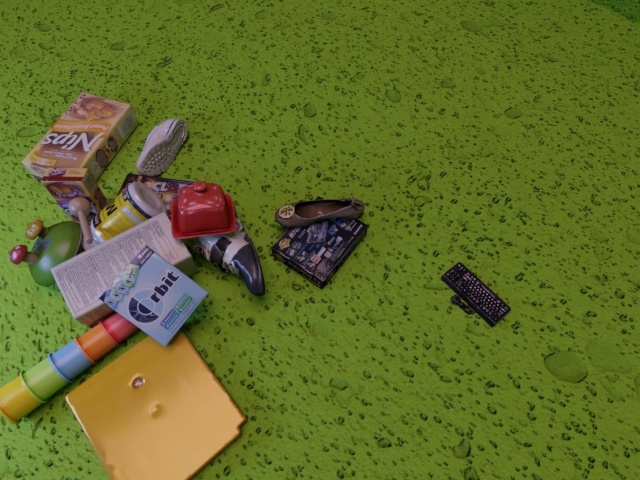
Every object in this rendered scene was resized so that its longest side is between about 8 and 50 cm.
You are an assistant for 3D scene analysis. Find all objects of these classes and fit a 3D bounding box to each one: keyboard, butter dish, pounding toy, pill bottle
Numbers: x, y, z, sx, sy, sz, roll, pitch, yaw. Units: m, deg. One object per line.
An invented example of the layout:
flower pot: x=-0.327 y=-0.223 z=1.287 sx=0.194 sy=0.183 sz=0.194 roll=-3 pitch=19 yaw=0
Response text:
keyboard: x=0.398 y=0.144 z=1.146 sx=0.108 sy=0.023 sz=0.180 roll=-35 pitch=65 yaw=-19
butter dish: x=-0.298 y=-0.095 z=1.097 sx=0.160 sy=0.118 sz=0.160 roll=-7 pitch=46 yaw=-13
pounding toy: x=-0.691 y=-0.002 z=1.107 sx=0.237 sy=0.110 sz=0.183 roll=-41 pitch=46 yaw=15
pill bottle: x=-0.524 y=-0.047 z=1.160 sx=0.208 sy=0.119 sz=0.119 roll=-39 pitch=64 yaw=8

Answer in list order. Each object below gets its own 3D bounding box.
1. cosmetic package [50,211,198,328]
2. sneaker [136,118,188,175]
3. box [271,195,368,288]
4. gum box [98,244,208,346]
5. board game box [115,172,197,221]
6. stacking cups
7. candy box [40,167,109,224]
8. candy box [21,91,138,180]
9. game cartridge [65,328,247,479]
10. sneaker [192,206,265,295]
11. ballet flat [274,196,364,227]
cosmetic package: x=-0.483 y=0.076 z=1.108 sx=0.296 sy=0.129 sz=0.153 roll=-29 pitch=72 yaw=-17
sneaker: x=-0.510 y=-0.292 z=1.373 sx=0.094 sy=0.090 sz=0.235 roll=12 pitch=55 yaw=21
box: x=0.000 y=0.000 z=1.211 sx=0.175 sy=0.051 sz=0.220 roll=32 pitch=64 yaw=17
gum box: x=-0.384 y=0.128 z=1.023 sx=0.184 sy=0.041 sz=0.157 roll=40 pitch=75 yaw=-8
board game box: x=-0.469 y=-0.107 z=1.276 sx=0.243 sy=0.042 sz=0.165 roll=7 pitch=59 yaw=4
stacking cups: x=-0.574 y=0.284 z=1.022 sx=0.316 sy=0.096 sz=0.096 roll=-35 pitch=65 yaw=-23
candy box: x=-0.655 y=-0.116 z=1.195 sx=0.109 sy=0.187 sz=0.053 roll=1 pitch=56 yaw=1
candy box: x=-0.738 y=-0.311 z=1.369 sx=0.182 sy=0.088 sz=0.317 roll=16 pitch=60 yaw=9
game cartridge: x=-0.363 y=0.385 z=0.984 sx=0.285 sy=0.053 sz=0.324 roll=-36 pitch=68 yaw=-20
sneaker: x=-0.251 y=0.031 z=1.151 sx=0.146 sy=0.123 sz=0.331 roll=-21 pitch=52 yaw=-19
ballet flat: x=-0.002 y=-0.085 z=1.197 sx=0.249 sy=0.058 sz=0.084 roll=-4 pitch=58 yaw=-3
